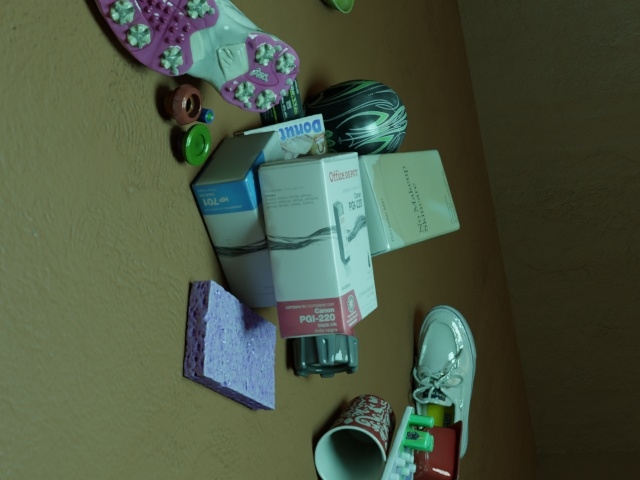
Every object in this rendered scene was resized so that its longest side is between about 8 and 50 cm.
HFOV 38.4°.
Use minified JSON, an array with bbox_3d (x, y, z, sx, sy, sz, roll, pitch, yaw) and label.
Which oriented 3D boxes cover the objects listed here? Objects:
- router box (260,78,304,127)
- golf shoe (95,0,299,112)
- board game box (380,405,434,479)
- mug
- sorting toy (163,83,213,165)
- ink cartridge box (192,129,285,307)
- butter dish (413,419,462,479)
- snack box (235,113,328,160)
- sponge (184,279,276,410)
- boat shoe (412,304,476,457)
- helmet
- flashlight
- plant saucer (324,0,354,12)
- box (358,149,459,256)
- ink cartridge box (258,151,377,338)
[{"bbox_3d":[-0.056,-0.185,1.403,0.092,0.038,0.123,-46,127,-66],"label":"router box"},{"bbox_3d":[-0.159,-0.252,1.061,0.306,0.115,0.140,29,15,-50],"label":"golf shoe"},{"bbox_3d":[0.118,0.528,1.434,0.390,0.050,0.390,-57,149,-57],"label":"board game box"},{"bbox_3d":[0.060,0.338,1.492,0.169,0.113,0.150,-42,145,-72],"label":"mug"},{"bbox_3d":[-0.162,-0.142,1.096,0.061,0.042,0.102,-46,141,-47],"label":"sorting toy"},{"bbox_3d":[-0.083,-0.027,1.206,0.140,0.082,0.191,-66,146,-55],"label":"ink cartridge box"},{"bbox_3d":[0.205,0.441,1.852,0.160,0.118,0.160,-55,-165,46],"label":"butter dish"},{"bbox_3d":[-0.054,-0.139,1.333,0.178,0.022,0.064,-23,106,-49],"label":"snack box"},{"bbox_3d":[-0.108,0.138,1.159,0.210,0.031,0.117,45,42,-60],"label":"sponge"},{"bbox_3d":[0.259,0.331,2.034,0.156,0.135,0.367,-5,99,-68],"label":"boat shoe"},{"bbox_3d":[0.065,-0.197,1.565,0.169,0.161,0.170,-6,90,-71],"label":"helmet"},{"bbox_3d":[0.004,0.053,1.415,0.103,0.103,0.304,141,-48,-57],"label":"flashlight"},{"bbox_3d":[0.011,-0.544,1.717,0.241,0.037,0.241,-6,90,-70],"label":"plant saucer"},{"bbox_3d":[0.094,-0.053,1.406,0.311,0.121,0.148,-17,90,-63],"label":"box"},{"bbox_3d":[0.000,0.000,1.176,0.158,0.092,0.218,-25,106,-70],"label":"ink cartridge box"}]
